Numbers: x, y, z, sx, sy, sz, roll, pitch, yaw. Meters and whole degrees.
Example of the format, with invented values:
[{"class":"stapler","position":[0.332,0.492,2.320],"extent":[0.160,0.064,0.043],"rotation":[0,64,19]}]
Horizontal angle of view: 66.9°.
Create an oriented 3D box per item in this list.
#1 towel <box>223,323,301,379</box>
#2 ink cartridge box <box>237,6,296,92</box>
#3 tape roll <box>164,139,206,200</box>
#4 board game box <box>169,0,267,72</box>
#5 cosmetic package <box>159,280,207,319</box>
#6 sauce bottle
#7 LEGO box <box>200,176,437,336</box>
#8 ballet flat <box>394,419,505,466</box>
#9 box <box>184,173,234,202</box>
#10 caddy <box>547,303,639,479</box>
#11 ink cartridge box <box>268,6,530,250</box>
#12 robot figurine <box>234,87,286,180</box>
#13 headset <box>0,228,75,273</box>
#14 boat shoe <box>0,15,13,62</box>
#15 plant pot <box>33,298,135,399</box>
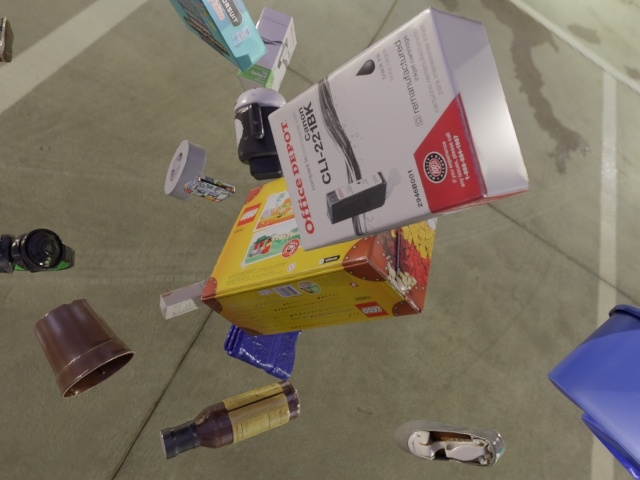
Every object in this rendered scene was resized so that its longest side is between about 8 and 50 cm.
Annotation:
[{"class":"towel","position":[-0.175,0.300,1.553],"extent":[0.308,0.076,0.227],"rotation":[44,54,-49]},{"class":"ink cartridge box","position":[-0.191,-0.672,1.781],"extent":[0.115,0.198,0.272],"rotation":[20,87,3]},{"class":"tape roll","position":[-0.508,-0.262,1.813],"extent":[0.072,0.219,0.219],"rotation":[19,55,-31]},{"class":"board game box","position":[-0.269,-0.541,0.996],"extent":[0.079,0.336,0.254],"rotation":[-44,61,-5]},{"class":"cosmetic package","position":[-0.330,0.145,1.185],"extent":[0.115,0.060,0.041],"rotation":[-17,57,-33]},{"class":"sauce bottle","position":[-0.225,0.454,1.227],"extent":[0.345,0.111,0.111],"rotation":[-10,68,-26]},{"class":"LEGO box","position":[0.000,0.000,1.143],"extent":[0.193,0.501,0.372],"rotation":[45,47,-32]},{"class":"ballet flat","position":[0.223,0.371,0.886],"extent":[0.068,0.213,0.072],"rotation":[-10,89,-58]},{"class":"box","position":[-0.368,-0.171,1.613],"extent":[0.137,0.094,0.027],"rotation":[17,60,-43]},{"class":"caddy","position":[0.427,0.211,0.523],"extent":[0.241,0.179,0.341],"rotation":[45,7,-26]},{"class":"ink cartridge box","position":[0.077,-0.112,0.590],"extent":[0.114,0.273,0.196],"rotation":[-13,86,-43]},{"class":"robot figurine","position":[-0.179,-0.331,1.503],"extent":[0.174,0.209,0.277],"rotation":[-4,87,-36]},{"class":"headset","position":[-0.927,0.061,1.479],"extent":[0.244,0.394,0.185],"rotation":[-5,74,2]},{"class":"boat shoe","position":[-0.821,-0.518,1.240],"extent":[0.049,0.056,0.152],"rotation":[-7,59,-15]},{"class":"plant pot","position":[-0.526,0.229,1.061],"extent":[0.167,0.167,0.165],"rotation":[-31,79,-36]}]
